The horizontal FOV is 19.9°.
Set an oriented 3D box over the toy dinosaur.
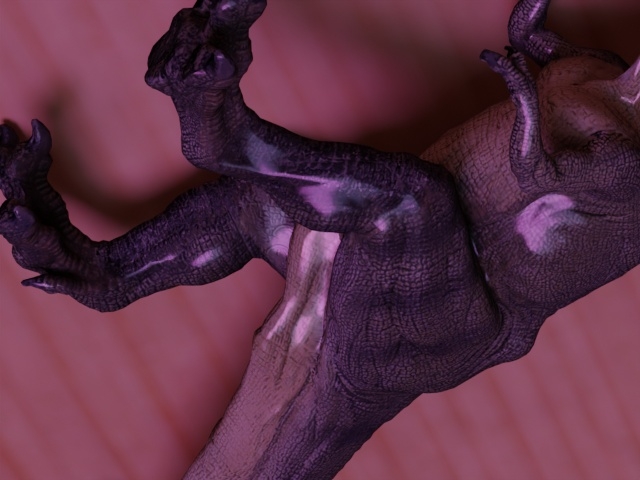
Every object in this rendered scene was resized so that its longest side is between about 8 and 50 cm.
[{"bbox_3d":[0.000,0.000,0.376,0.118,0.064,0.268,30,124,-26],"label":"toy dinosaur"}]
